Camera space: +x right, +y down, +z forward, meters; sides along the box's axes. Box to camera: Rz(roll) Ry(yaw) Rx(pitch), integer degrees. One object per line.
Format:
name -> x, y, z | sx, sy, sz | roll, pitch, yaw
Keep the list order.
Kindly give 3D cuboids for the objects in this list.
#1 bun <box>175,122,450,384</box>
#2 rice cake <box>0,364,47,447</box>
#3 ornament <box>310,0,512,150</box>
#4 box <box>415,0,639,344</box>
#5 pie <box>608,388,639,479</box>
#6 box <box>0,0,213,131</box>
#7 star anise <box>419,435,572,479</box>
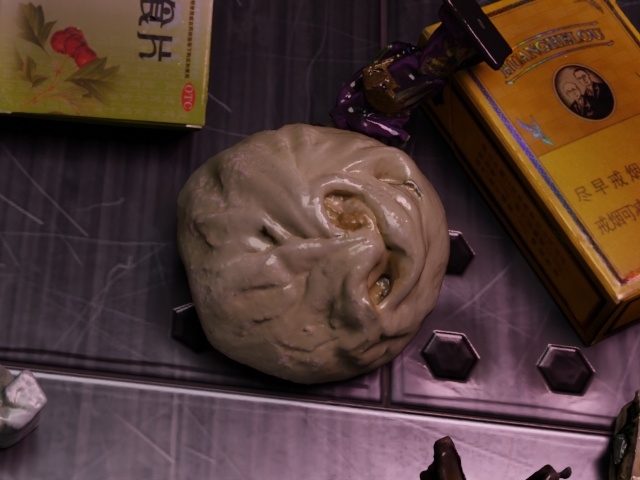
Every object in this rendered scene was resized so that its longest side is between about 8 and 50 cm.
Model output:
bun -> 0.000, 0.000, 1.266 | 0.231, 0.133, 0.231 | 5, 66, -11
rice cake -> -0.365, 0.118, 1.147 | 0.336, 0.066, 0.063 | -1, 68, -14
ornament -> 0.065, -0.120, 1.353 | 0.081, 0.203, 0.088 | 46, 20, -1
box -> 0.234, -0.081, 1.409 | 0.193, 0.084, 0.301 | -22, 67, -25
pie -> 0.308, 0.221, 1.261 | 0.185, 0.052, 0.218 | 19, 54, -1
box -> -0.176, -0.226, 1.333 | 0.175, 0.062, 0.260 | 4, 91, -13
star anise -> 0.102, 0.275, 1.156 | 0.272, 0.102, 0.272 | 4, 81, -25
